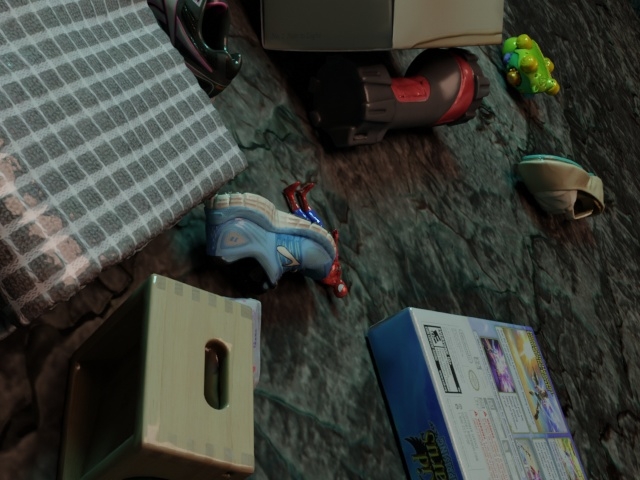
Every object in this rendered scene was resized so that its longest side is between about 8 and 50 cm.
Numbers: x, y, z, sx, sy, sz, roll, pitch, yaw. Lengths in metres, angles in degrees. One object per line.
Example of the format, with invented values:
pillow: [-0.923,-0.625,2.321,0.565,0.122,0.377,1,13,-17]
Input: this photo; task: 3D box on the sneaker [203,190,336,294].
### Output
sneaker: [-0.047,0.012,0.824,0.162,0.063,0.073,24,72,-52]

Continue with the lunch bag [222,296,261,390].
lunch bag: [-0.081,0.084,0.702,0.071,0.053,0.083,-4,93,-57]

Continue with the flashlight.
flashlight: [0.094,-0.176,1.136,0.103,0.103,0.304,42,26,20]

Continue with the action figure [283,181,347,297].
action figure: [0.000,0.000,0.918,0.038,0.030,0.115,6,62,-60]

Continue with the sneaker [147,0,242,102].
sneaker: [-0.116,-0.203,0.869,0.072,0.077,0.178,-11,73,-59]

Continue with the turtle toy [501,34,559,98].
turtle toy: [0.332,-0.285,1.607,0.095,0.066,0.130,35,38,-39]

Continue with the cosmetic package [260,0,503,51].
cosmetic package: [0.080,-0.271,1.105,0.309,0.160,0.113,-21,114,-56]

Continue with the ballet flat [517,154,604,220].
ballet flat: [0.366,-0.073,1.473,0.248,0.086,0.086,7,59,-55]

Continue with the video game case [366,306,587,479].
video game case: [0.170,0.207,0.957,0.244,0.061,0.269,13,55,-50]

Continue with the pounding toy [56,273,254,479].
pounding toy: [-0.092,0.122,0.596,0.100,0.130,0.141,22,46,-30]

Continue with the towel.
towel: [-0.179,-0.091,0.640,0.235,0.121,0.283,56,31,-8]
